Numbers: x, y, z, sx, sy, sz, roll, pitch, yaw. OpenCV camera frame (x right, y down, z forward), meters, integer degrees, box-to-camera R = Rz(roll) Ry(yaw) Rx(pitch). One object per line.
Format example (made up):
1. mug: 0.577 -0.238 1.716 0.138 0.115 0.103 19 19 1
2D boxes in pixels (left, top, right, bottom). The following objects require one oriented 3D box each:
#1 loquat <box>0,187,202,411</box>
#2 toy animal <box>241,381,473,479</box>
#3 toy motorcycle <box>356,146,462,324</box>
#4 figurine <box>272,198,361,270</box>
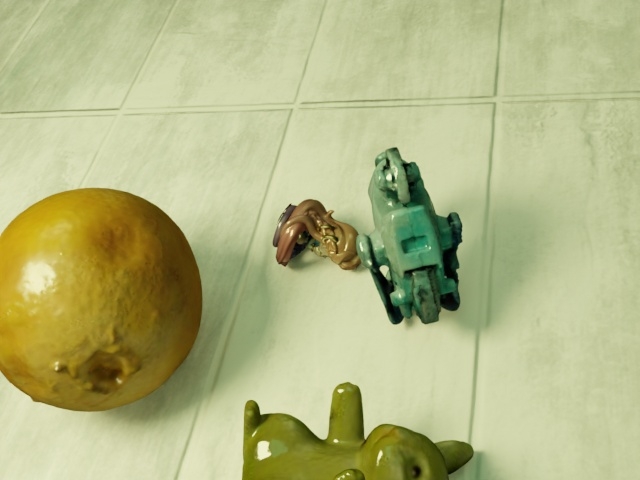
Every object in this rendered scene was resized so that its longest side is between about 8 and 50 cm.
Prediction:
1. loquat: -0.331 0.083 1.112 0.328 0.328 0.328 -8 49 9
2. toy animal: 0.062 0.279 0.923 0.362 0.180 0.181 -12 30 7
3. toy motorcycle: 0.127 -0.009 1.120 0.154 0.260 0.206 -13 7 3
4. figurine: -0.002 -0.010 1.238 0.157 0.126 0.114 3 94 20
